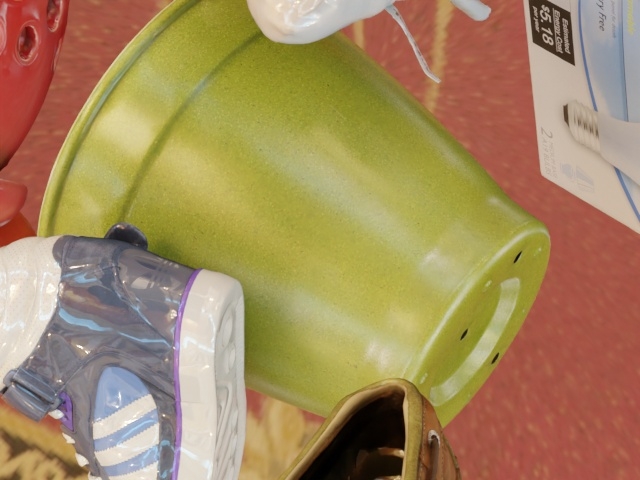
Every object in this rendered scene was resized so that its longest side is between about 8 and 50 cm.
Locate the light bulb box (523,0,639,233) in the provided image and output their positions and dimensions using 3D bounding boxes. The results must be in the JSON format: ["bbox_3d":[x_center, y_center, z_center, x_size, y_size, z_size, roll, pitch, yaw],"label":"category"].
[{"bbox_3d":[0.412,-0.172,1.791,0.225,0.361,0.358,-34,135,-22],"label":"light bulb box"}]

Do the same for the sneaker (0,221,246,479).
[{"bbox_3d":[-0.190,0.135,1.468,0.236,0.130,0.323,11,125,9],"label":"sneaker"}]

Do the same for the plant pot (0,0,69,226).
[{"bbox_3d":[-0.219,-0.093,0.863,0.191,0.191,0.174,5,90,1],"label":"plant pot"}]

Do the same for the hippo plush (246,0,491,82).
[{"bbox_3d":[0.059,-0.280,1.393,0.294,0.234,0.236,44,136,-9],"label":"hippo plush"}]

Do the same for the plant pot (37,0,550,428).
[{"bbox_3d":[0.000,0.000,1.587,0.353,0.366,0.366,35,95,20],"label":"plant pot"}]

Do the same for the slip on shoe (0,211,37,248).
[{"bbox_3d":[-0.346,-0.085,1.521,0.101,0.123,0.331,-26,117,24],"label":"slip on shoe"}]

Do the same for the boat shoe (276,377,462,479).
[{"bbox_3d":[-0.015,0.171,0.819,0.110,0.307,0.104,1,116,19],"label":"boat shoe"}]
